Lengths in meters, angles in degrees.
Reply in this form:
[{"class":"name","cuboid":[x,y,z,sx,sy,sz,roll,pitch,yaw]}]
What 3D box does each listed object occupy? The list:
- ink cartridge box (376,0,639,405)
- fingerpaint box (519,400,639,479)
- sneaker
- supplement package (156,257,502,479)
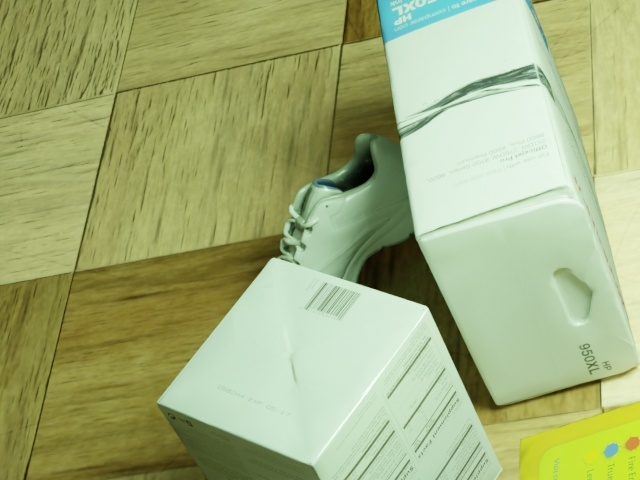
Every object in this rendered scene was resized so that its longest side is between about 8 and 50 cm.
[{"class":"ink cartridge box","cuboid":[0.195,-0.070,1.874,0.166,0.285,0.395,-18,43,12]},{"class":"fingerpaint box","cuboid":[0.352,0.331,1.442,0.371,0.163,0.444,-23,40,29]},{"class":"sneaker","cuboid":[0.000,0.000,1.999,0.297,0.129,0.111,-51,40,-3]},{"class":"supplement package","cuboid":[0.016,0.192,1.726,0.199,0.262,0.198,17,58,38]}]
